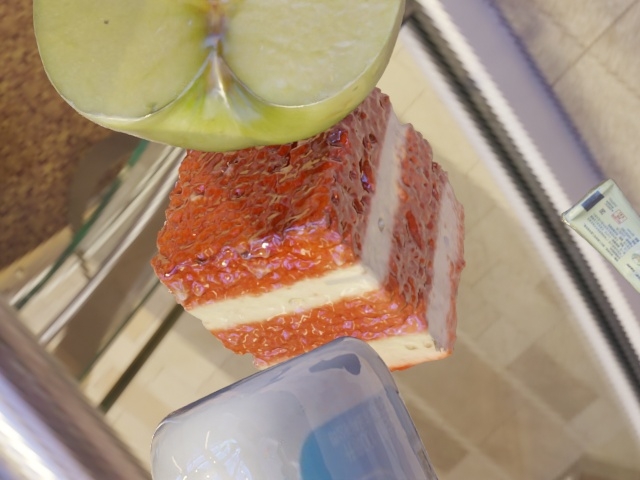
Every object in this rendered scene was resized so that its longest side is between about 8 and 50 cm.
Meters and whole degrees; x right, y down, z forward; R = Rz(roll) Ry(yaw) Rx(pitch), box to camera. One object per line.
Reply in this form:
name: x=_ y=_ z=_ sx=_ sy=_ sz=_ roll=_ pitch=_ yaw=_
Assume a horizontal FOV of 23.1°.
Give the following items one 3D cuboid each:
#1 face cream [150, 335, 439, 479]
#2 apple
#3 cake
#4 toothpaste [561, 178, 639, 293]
face cream: x=0.040 y=0.210 z=0.654 sx=0.080 sy=0.163 sz=0.337 roll=-25 pitch=86 yaw=26
apple: x=-0.095 y=-0.276 z=1.592 sx=0.320 sy=0.360 sz=0.311 roll=14 pitch=156 yaw=-34
cake: x=0.000 y=0.000 z=1.920 sx=0.269 sy=0.270 sz=0.319 roll=-15 pitch=136 yaw=31
toothpaste: x=0.397 y=0.046 z=1.844 sx=0.268 sy=0.047 sz=0.069 roll=51 pitch=123 yaw=16
